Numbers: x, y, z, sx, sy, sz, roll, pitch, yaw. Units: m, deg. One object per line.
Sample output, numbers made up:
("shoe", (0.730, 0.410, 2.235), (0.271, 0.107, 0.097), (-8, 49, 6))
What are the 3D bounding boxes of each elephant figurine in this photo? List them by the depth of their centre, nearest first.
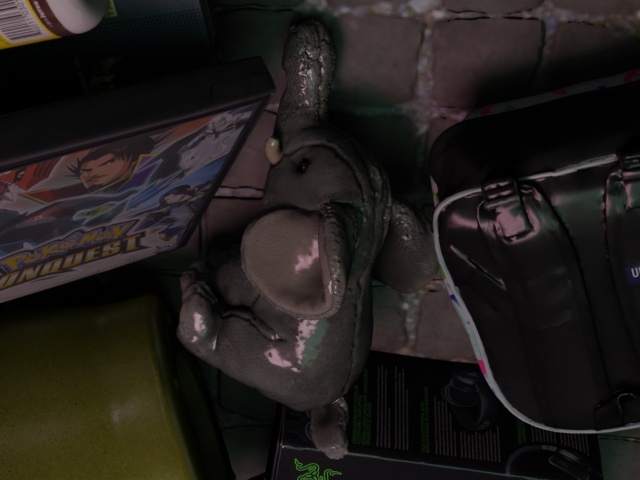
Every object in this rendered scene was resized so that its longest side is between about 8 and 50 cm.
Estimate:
("elephant figurine", (0.000, 0.000, 1.139), (0.186, 0.169, 0.239), (27, 128, -11))

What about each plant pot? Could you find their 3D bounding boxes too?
("plant pot", (-0.254, 0.206, 1.226), (0.353, 0.366, 0.366), (-17, 126, 1))

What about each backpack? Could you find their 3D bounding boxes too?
("backpack", (0.203, 0.011, 1.126), (0.225, 0.191, 0.253), (-14, 119, 14))

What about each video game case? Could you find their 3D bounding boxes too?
("video game case", (-0.188, -0.023, 1.068), (0.275, 0.035, 0.248), (-17, 162, -27))

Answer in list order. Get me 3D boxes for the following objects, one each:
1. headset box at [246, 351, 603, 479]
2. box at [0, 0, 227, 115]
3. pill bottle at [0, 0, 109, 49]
("headset box", (0.072, 0.231, 1.338), (0.283, 0.131, 0.246), (9, 127, -3))
("box", (-0.173, -0.177, 1.081), (0.183, 0.059, 0.232), (-7, 127, 7))
("pill bottle", (-0.249, -0.171, 0.979), (0.215, 0.117, 0.117), (-9, 127, 11))
